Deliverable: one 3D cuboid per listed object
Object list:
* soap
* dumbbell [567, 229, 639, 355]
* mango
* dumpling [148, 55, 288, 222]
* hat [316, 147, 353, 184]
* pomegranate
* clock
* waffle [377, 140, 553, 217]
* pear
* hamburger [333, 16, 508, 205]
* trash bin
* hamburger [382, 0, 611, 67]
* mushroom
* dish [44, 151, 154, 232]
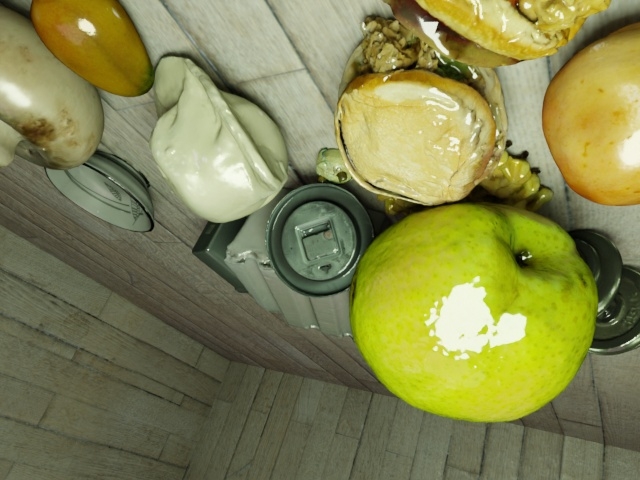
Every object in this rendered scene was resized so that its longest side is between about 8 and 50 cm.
[{"bbox_3d":[0.004,0.085,1.216,0.350,0.213,0.435,10,153,14],"label":"soap"},{"bbox_3d":[0.510,0.101,0.909,0.290,0.192,0.192,31,152,-25],"label":"dumbbell"},{"bbox_3d":[-0.369,-0.326,0.782,0.151,0.120,0.221,15,160,16],"label":"mango"},{"bbox_3d":[-0.215,-0.192,0.908,0.395,0.233,0.315,2,120,59],"label":"dumpling"},{"bbox_3d":[0.027,-0.139,0.939,0.077,0.059,0.076,13,149,25],"label":"hat"},{"bbox_3d":[0.358,-0.136,0.538,0.209,0.209,0.209,16,154,8],"label":"pomegranate"},{"bbox_3d":[0.000,0.000,0.948,0.226,0.226,0.049,12,-175,16],"label":"clock"},{"bbox_3d":[0.239,-0.089,0.879,0.329,0.062,0.329,15,154,8],"label":"waffle"},{"bbox_3d":[0.242,0.103,0.770,0.391,0.391,0.391,16,154,8],"label":"pear"},{"bbox_3d":[0.129,-0.172,0.675,0.286,0.146,0.243,44,143,-21],"label":"hamburger"},{"bbox_3d":[-0.219,0.034,1.325,0.101,0.176,0.236,-7,140,45],"label":"trash bin"},{"bbox_3d":[0.158,-0.275,0.389,0.244,0.244,0.163,27,154,-13],"label":"hamburger"},{"bbox_3d":[-0.595,-0.251,0.870,0.362,0.294,0.362,24,163,8],"label":"mushroom"},{"bbox_3d":[-0.571,-0.151,1.293,0.316,0.106,0.316,18,153,9],"label":"dish"}]
